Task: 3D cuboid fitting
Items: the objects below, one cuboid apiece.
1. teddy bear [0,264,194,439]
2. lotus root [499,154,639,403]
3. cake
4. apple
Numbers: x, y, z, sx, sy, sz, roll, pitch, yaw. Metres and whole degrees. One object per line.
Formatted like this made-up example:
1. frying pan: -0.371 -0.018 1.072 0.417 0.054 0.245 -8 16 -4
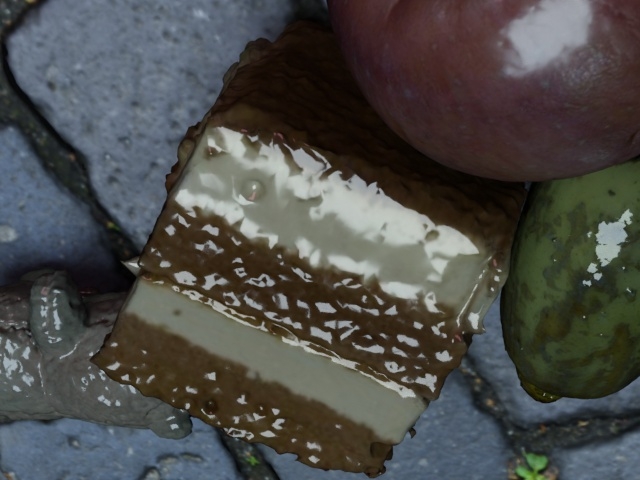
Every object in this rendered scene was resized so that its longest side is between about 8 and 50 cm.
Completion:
1. teddy bear: -0.226 0.106 1.167 0.267 0.151 0.236 6 152 20
2. lotus root: 0.237 0.028 1.018 0.173 0.173 0.309 12 127 5
3. cake: 0.000 0.000 0.991 0.282 0.256 0.290 23 121 -1
4. apple: 0.158 -0.180 0.820 0.305 0.306 0.235 -24 145 25
